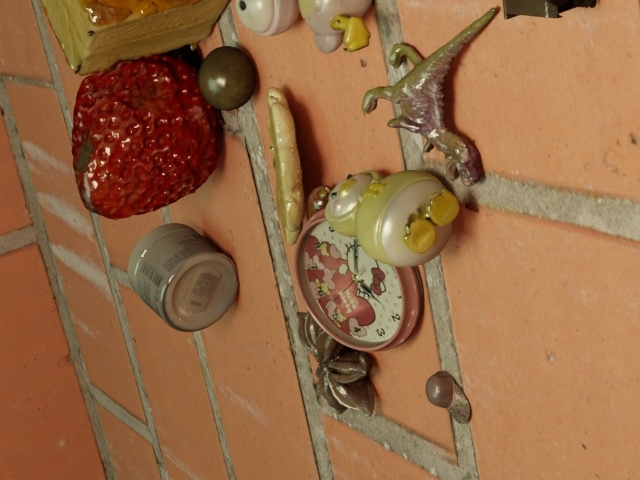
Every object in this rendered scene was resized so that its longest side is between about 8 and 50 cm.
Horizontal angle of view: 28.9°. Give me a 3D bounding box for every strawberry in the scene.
[{"bbox_3d":[-0.339,-0.192,2.251,0.292,0.310,0.292,45,150,35],"label":"strawberry"}]

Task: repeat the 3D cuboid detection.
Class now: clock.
[{"bbox_3d":[0.056,0.060,1.917,0.244,0.056,0.244,22,124,36],"label":"clock"}]

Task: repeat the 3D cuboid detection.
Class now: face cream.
[{"bbox_3d":[-0.272,0.074,2.460,0.153,0.177,0.177,36,139,45],"label":"face cream"}]

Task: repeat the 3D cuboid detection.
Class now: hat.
[{"bbox_3d":[0.186,0.239,1.855,0.087,0.042,0.058,67,155,3],"label":"hat"}]

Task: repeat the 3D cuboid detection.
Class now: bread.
[{"bbox_3d":[-0.053,-0.110,1.987,0.182,0.039,0.251,-111,14,-59],"label":"bread"},{"bbox_3d":[-0.328,-0.460,2.068,0.279,0.279,0.207,67,156,10],"label":"bread"}]

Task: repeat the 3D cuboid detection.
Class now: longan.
[{"bbox_3d":[-0.154,-0.273,2.077,0.119,0.106,0.106,-69,-26,-62],"label":"longan"}]

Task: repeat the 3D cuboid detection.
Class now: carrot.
[{"bbox_3d":[0.000,0.000,2.023,0.059,0.059,0.248,52,153,31],"label":"carrot"}]

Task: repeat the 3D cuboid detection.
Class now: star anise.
[{"bbox_3d":[0.031,0.202,2.092,0.197,0.073,0.212,8,119,65],"label":"star anise"}]

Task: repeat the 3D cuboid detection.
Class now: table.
[{"bbox_3d":[0.245,-0.281,1.326,0.082,0.070,0.083,23,128,51],"label":"table"}]

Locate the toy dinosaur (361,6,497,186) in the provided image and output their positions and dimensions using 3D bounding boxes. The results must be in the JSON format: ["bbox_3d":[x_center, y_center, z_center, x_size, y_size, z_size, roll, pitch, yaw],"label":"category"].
[{"bbox_3d":[0.149,-0.203,1.596,0.199,0.072,0.251,28,122,39],"label":"toy dinosaur"}]

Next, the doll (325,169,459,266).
[{"bbox_3d":[0.084,-0.043,1.733,0.117,0.141,0.296,41,169,-35],"label":"doll"}]

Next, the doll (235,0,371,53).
[{"bbox_3d":[-0.032,-0.358,1.773,0.365,0.094,0.160,28,130,53],"label":"doll"}]
